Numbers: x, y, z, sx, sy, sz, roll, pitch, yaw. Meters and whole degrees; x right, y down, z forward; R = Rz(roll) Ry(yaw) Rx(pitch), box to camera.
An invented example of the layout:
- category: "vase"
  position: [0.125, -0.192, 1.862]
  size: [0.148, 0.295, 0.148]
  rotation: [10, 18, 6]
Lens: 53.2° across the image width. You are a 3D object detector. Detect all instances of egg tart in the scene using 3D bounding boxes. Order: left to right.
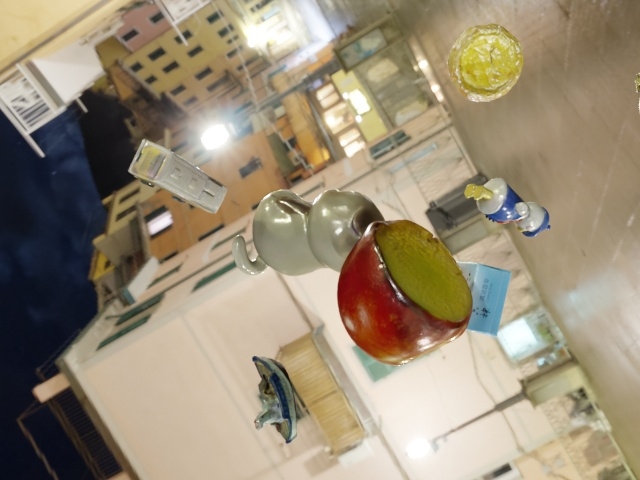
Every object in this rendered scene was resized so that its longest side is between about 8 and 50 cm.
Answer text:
- category: "egg tart"
  position: [0.396, -0.431, 1.553]
  size: [0.191, 0.191, 0.074]
  rotation: [57, -171, -23]

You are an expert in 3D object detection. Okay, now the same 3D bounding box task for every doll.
- category: "doll"
  position: [-0.005, -0.019, 1.518]
  size: [0.215, 0.370, 0.226]
  rotation: [54, -138, -36]
- category: "doll"
  position: [0.265, -0.044, 0.882]
  size: [0.143, 0.058, 0.099]
  rotation: [23, -176, -24]

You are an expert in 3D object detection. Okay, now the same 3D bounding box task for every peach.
- category: "peach"
  position: [0.147, 0.096, 1.239]
  size: [0.248, 0.245, 0.275]
  rotation: [24, -139, -64]

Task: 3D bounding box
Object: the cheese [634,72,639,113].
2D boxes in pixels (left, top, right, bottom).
- category: "cheese"
  position: [0.631, -0.183, 0.997]
  size: [0.315, 0.128, 0.259]
  rotation: [21, -157, -7]

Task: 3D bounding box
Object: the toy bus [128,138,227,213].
- category: "toy bus"
  position: [-0.299, -0.133, 1.382]
  size: [0.106, 0.092, 0.268]
  rotation: [23, 176, 23]

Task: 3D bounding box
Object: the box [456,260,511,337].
- category: "box"
  position: [0.335, 0.124, 1.424]
  size: [0.232, 0.083, 0.143]
  rotation: [172, 112, -87]

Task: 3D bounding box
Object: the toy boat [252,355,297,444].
- category: "toy boat"
  position: [-0.143, 0.454, 1.825]
  size: [0.115, 0.114, 0.262]
  rotation: [-1, -115, -30]
